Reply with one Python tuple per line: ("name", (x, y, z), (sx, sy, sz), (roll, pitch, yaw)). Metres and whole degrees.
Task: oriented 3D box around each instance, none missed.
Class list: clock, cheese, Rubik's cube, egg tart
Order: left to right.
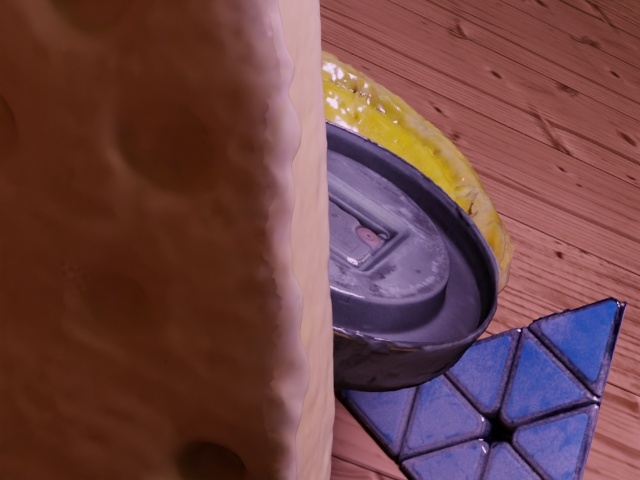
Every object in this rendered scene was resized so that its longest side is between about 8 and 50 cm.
("cheese", (-0.119, -0.023, 0.711), (0.384, 0.384, 0.104), (32, 27, 2))
("egg tart", (-0.023, -0.027, 1.073), (0.345, 0.132, 0.345), (25, 27, -14))
("clock", (0.000, 0.000, 0.872), (0.226, 0.049, 0.226), (20, 33, -14))
("Rubik's cube", (0.146, 0.148, 0.949), (0.211, 0.190, 0.178), (15, 47, -21))
